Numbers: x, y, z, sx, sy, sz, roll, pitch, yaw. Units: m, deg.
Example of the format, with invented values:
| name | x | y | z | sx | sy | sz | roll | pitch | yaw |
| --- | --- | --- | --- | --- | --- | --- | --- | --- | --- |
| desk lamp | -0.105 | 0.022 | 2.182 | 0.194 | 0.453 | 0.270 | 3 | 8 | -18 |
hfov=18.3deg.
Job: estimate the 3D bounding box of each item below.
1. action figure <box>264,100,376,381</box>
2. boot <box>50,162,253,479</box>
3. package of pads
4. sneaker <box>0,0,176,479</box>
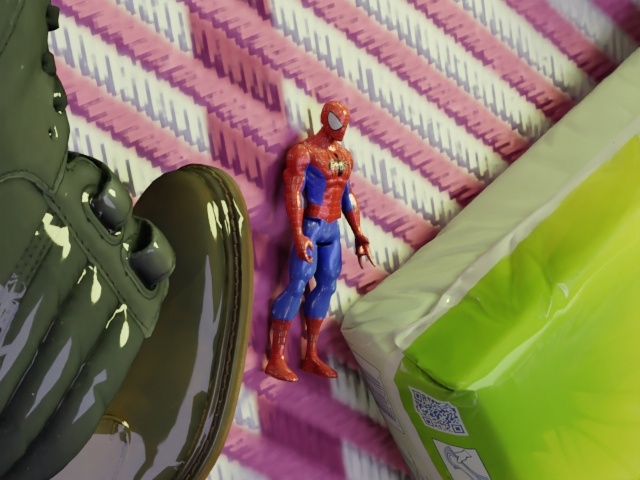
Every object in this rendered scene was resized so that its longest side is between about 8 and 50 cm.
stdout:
| name | x | y | z | sx | sy | sz | roll | pitch | yaw |
| --- | --- | --- | --- | --- | --- | --- | --- | --- | --- |
| action figure | 0.000 | 0.000 | 0.816 | 0.038 | 0.030 | 0.115 | -1 | 99 | -39 |
| boot | -0.099 | 0.067 | 0.698 | 0.106 | 0.082 | 0.219 | 22 | 87 | -47 |
| package of pads | 0.168 | 0.043 | 0.921 | 0.296 | 0.101 | 0.229 | -41 | 127 | -20 |
| sneaker | -0.106 | -0.052 | 0.632 | 0.147 | 0.104 | 0.296 | 24 | 80 | -40 |
